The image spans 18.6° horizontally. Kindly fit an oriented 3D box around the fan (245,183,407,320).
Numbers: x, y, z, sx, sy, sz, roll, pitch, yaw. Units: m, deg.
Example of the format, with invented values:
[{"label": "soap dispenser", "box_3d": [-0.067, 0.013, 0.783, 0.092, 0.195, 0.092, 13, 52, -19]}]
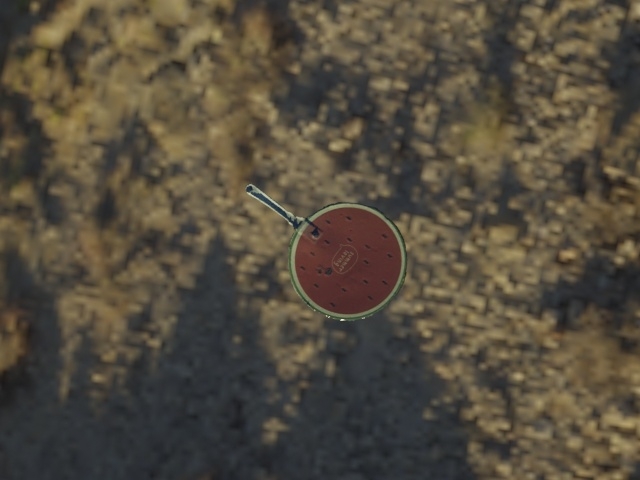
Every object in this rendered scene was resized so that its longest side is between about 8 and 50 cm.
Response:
[{"label": "fan", "box_3d": [0.000, 0.000, 1.387, 0.085, 0.133, 0.005, -53, -8, 1]}]
